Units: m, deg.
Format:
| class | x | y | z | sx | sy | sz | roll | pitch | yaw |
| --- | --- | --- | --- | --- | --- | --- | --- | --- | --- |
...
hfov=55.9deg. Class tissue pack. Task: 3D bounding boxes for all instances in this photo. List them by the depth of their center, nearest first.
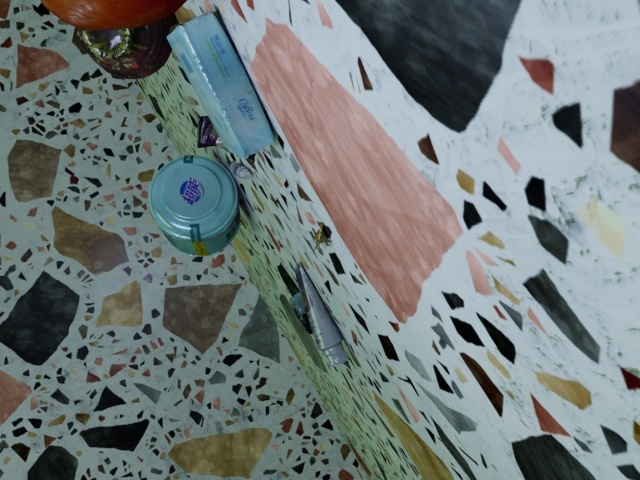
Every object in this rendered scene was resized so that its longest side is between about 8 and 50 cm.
| class | x | y | z | sx | sy | sz | roll | pitch | yaw |
| --- | --- | --- | --- | --- | --- | --- | --- | --- | --- |
| tissue pack | -0.191 | -0.297 | 1.170 | 0.263 | 0.089 | 0.177 | 62 | 169 | -21 |

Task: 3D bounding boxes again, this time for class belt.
| class | x | y | z | sx | sy | sz | roll | pitch | yaw |
| --- | --- | --- | --- | --- | --- | --- | --- | --- | --- |
| belt | -0.045 | 0.225 | 1.872 | 0.140 | 0.058 | 0.105 | 63 | 164 | -14 |

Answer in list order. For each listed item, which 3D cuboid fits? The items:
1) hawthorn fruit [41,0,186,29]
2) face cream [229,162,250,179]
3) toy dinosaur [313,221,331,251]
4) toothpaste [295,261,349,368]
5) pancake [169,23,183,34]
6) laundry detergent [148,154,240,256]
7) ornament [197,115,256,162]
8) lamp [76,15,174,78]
| class | x | y | z | sx | sy | sz | roll | pitch | yaw |
| --- | --- | --- | --- | --- | --- | --- | --- | --- | --- |
| hawthorn fruit | -0.317 | -0.457 | 0.910 | 0.311 | 0.295 | 0.295 | 34 | 165 | 4 |
| face cream | -0.216 | -0.187 | 1.644 | 0.034 | 0.034 | 0.130 | 65 | 167 | -24 |
| toy dinosaur | 0.001 | 0.002 | 1.234 | 0.041 | 0.026 | 0.113 | 61 | 161 | 28 |
| toothpaste | -0.009 | 0.204 | 1.678 | 0.114 | 0.073 | 0.299 | 124 | 123 | -76 |
| pancake | -0.258 | -0.377 | 1.352 | 0.222 | 0.042 | 0.236 | 33 | 155 | 55 |
| laundry detergent | -0.412 | -0.115 | 1.999 | 0.287 | 0.287 | 0.305 | 58 | 168 | 8 |
| ornament | -0.210 | -0.242 | 1.432 | 0.203 | 0.088 | 0.081 | 28 | 124 | 46 |
| lamp | -0.464 | -0.505 | 1.432 | 0.247 | 0.247 | 0.247 | 55 | 167 | 19 |
